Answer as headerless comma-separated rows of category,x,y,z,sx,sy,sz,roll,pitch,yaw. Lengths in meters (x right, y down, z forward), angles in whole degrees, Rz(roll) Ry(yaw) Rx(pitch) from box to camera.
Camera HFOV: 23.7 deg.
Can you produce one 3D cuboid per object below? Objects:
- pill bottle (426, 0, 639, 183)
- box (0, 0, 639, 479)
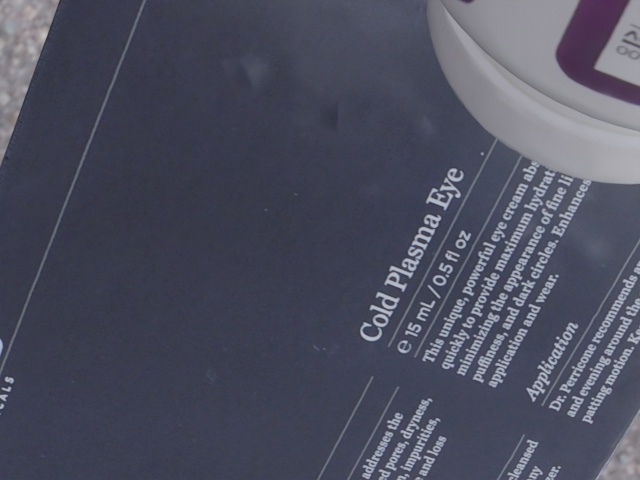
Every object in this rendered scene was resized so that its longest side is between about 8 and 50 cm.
pill bottle,0.106,-0.127,0.371,0.169,0.301,0.169,1,70,-4
box,0.000,0.000,0.757,0.312,0.343,0.179,22,26,-10
